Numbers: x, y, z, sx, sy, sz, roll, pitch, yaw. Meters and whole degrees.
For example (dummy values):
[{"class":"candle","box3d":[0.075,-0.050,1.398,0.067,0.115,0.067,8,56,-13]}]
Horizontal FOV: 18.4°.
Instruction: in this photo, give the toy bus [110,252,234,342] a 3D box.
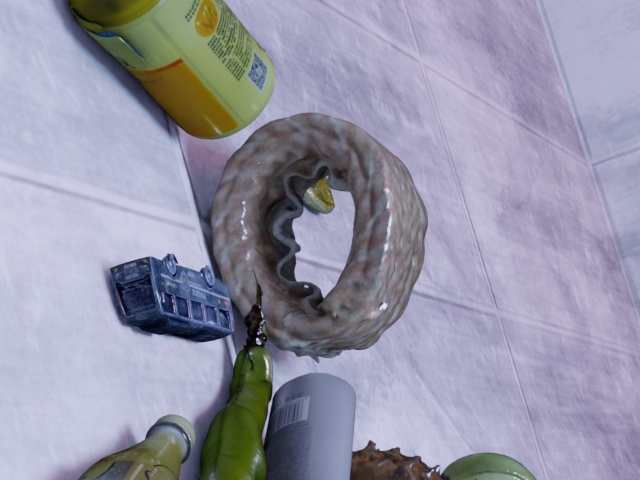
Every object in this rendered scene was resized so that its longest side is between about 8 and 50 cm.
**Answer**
[{"class":"toy bus","box3d":[-0.130,0.053,1.767,0.166,0.047,0.065,22,54,-66]}]

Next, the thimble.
[{"class":"thimble","box3d":[0.004,-0.006,1.964,0.148,0.196,0.229,20,51,-68]}]

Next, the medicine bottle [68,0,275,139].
[{"class":"medicine bottle","box3d":[-0.145,-0.202,1.881,0.239,0.124,0.124,46,30,-48]}]

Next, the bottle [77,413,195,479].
[{"class":"bottle","box3d":[-0.145,0.196,1.519,0.083,0.083,0.269,66,17,-12]}]

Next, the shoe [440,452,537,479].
[{"class":"shoe","box3d":[0.214,0.369,2.245,0.128,0.140,0.262,2,73,-76]}]

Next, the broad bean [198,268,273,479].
[{"class":"broad bean","box3d":[-0.076,0.167,1.774,0.318,0.056,0.098,-87,166,-50]}]

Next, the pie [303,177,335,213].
[{"class":"pie","box3d":[-0.010,-0.067,2.264,0.084,0.021,0.084,50,27,-36]}]

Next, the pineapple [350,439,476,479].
[{"class":"pineapple","box3d":[0.098,0.299,1.989,0.364,0.166,0.165,33,41,-64]}]

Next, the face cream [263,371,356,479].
[{"class":"face cream","box3d":[-0.021,0.239,1.769,0.073,0.107,0.269,35,37,-21]}]
